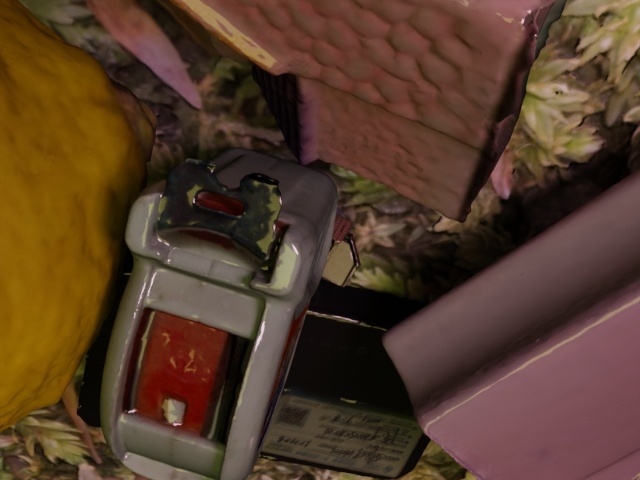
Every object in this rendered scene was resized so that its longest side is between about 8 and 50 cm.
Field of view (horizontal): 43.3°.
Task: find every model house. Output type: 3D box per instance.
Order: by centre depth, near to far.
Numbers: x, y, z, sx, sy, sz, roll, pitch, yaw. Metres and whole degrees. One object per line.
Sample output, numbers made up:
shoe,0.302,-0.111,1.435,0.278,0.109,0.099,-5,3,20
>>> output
model house,0.037,-0.170,0.511,0.237,0.202,0.237,23,162,10
model house,0.000,0.000,0.701,0.083,0.057,0.058,28,94,2

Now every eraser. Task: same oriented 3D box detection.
eraser,0.273,0.079,0.675,0.359,0.122,0.272,-36,130,13

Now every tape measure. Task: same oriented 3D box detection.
tape measure,-0.073,0.046,0.565,0.125,0.243,0.246,19,105,3

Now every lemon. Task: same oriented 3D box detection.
lemon,-0.289,-0.017,0.501,0.387,0.350,0.350,-24,125,-13

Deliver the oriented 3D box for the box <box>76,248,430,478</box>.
box,-0.047,0.126,0.781,0.350,0.058,0.211,13,125,-11
